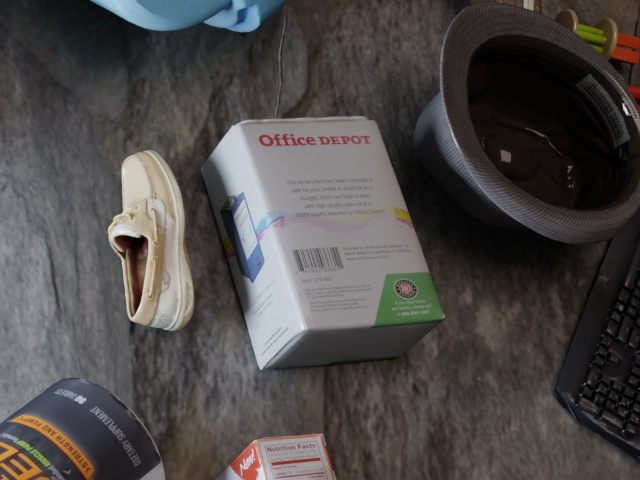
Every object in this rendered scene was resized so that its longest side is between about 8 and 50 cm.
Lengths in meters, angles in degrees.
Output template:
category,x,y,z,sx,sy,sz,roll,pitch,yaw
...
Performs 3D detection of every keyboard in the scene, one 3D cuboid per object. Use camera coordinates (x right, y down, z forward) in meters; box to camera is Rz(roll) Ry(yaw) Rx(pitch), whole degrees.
category,x,y,z,sx,sy,sz,roll,pitch,yaw
keyboard,0.358,0.095,1.886,0.201,0.033,0.317,34,51,-7

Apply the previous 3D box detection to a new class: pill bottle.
category,x,y,z,sx,sy,sz,roll,pitch,yaw
pill bottle,-0.241,0.217,1.409,0.130,0.130,0.245,48,51,5

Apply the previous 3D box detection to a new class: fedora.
category,x,y,z,sx,sy,sz,roll,pitch,yaw
fedora,0.190,-0.097,1.843,0.275,0.124,0.244,11,63,-32

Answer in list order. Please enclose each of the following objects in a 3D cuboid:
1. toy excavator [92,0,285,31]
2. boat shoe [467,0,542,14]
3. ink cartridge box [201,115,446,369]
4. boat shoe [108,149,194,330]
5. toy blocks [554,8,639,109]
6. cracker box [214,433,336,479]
category,x,y,z,sx,sy,sz,roll,pitch,yaw
toy excavator,-0.208,-0.301,1.630,0.445,0.433,0.222,-44,48,-20
boat shoe,0.175,-0.270,1.982,0.095,0.095,0.257,6,54,-6
ink cartridge box,0.000,0.000,1.703,0.154,0.093,0.212,-4,65,-32
boat shoe,-0.153,-0.004,1.638,0.059,0.063,0.170,3,60,-34
toy blocks,0.323,-0.179,2.020,0.148,0.054,0.123,12,57,-23
cracker box,-0.027,0.287,1.469,0.067,0.156,0.232,-2,62,-29
